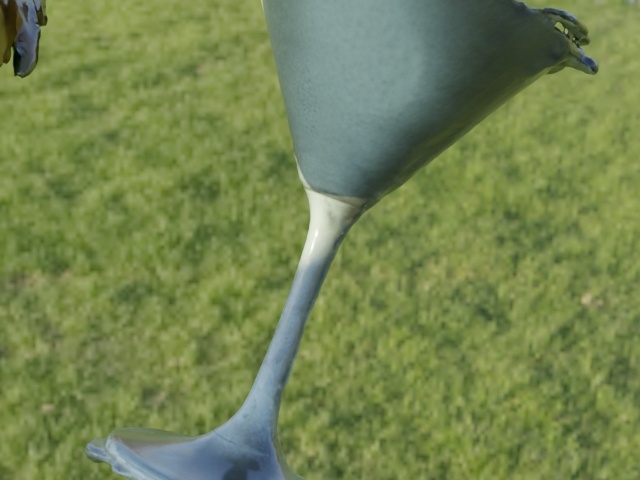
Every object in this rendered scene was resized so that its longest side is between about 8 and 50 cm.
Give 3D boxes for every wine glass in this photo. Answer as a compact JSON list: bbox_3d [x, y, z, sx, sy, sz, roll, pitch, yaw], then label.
[{"bbox_3d":[0.000,0.000,0.566,0.156,0.232,0.156,20,1,0],"label":"wine glass"}]

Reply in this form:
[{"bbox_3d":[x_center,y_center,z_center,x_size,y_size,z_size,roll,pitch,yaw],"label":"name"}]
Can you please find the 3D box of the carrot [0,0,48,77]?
[{"bbox_3d":[-0.160,-0.085,0.309,0.114,0.114,0.302,10,-10,16],"label":"carrot"}]
